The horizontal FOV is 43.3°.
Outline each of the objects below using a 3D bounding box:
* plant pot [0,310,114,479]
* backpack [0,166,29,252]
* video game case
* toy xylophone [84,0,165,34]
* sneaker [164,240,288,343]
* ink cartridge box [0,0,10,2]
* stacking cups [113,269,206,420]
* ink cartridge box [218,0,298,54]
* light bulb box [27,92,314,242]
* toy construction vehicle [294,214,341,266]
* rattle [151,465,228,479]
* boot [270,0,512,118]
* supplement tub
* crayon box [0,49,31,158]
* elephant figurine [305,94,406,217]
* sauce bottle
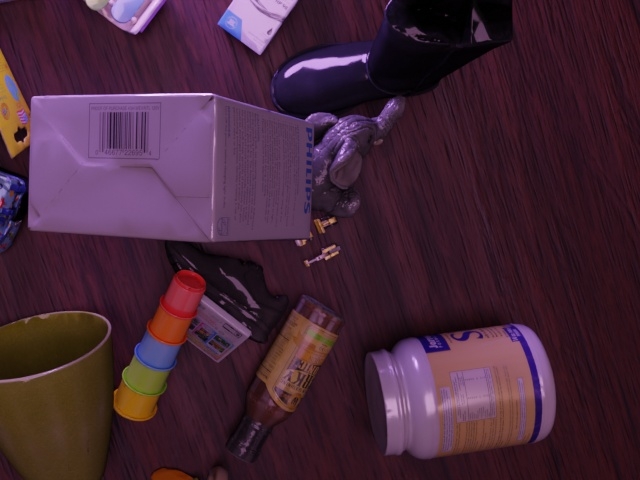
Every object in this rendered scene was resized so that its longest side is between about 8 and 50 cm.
[{"bbox_3d":[-0.500,0.323,1.505,0.274,0.275,0.294,-9,109,-7],"label":"plant pot"},{"bbox_3d":[-0.642,-0.059,1.518,0.158,0.117,0.173,24,93,-8],"label":"backpack"},{"bbox_3d":[-0.230,0.165,1.587,0.157,0.143,0.019,39,47,-8],"label":"video game case"},{"bbox_3d":[-0.427,-0.550,1.511,0.322,0.081,0.236,28,88,-22],"label":"toy xylophone"},{"bbox_3d":[-0.186,0.076,1.607,0.286,0.109,0.130,43,77,-15],"label":"sneaker"},{"bbox_3d":[-0.642,-0.498,1.525,0.207,0.046,0.097,-13,94,-7],"label":"ink cartridge box"},{"bbox_3d":[-0.308,0.197,1.527,0.096,0.096,0.316,22,116,-9],"label":"stacking cups"},{"bbox_3d":[-0.107,-0.467,1.576,0.104,0.060,0.180,35,101,-8],"label":"ink cartridge box"},{"bbox_3d":[-0.240,-0.115,1.386,0.357,0.361,0.225,4,93,23],"label":"light bulb box"},{"bbox_3d":[0.000,0.000,1.650,0.098,0.035,0.086,-23,96,-6],"label":"toy construction vehicle"},{"bbox_3d":[-0.245,0.491,1.562,0.142,0.199,0.130,41,87,-8],"label":"rattle"},{"bbox_3d":[0.103,-0.328,1.437,0.367,0.445,0.146,-15,95,-7],"label":"boot"},{"bbox_3d":[0.270,0.302,1.603,0.331,0.241,0.241,-6,94,-8],"label":"supplement tub"},{"bbox_3d":[-0.626,-0.299,1.439,0.081,0.202,0.319,-20,107,2],"label":"crayon box"},{"bbox_3d":[0.035,-0.174,1.541,0.169,0.186,0.239,25,129,1],"label":"elephant figurine"},{"bbox_3d":[-0.076,0.281,1.621,0.111,0.111,0.344,29,91,-9],"label":"sauce bottle"}]
